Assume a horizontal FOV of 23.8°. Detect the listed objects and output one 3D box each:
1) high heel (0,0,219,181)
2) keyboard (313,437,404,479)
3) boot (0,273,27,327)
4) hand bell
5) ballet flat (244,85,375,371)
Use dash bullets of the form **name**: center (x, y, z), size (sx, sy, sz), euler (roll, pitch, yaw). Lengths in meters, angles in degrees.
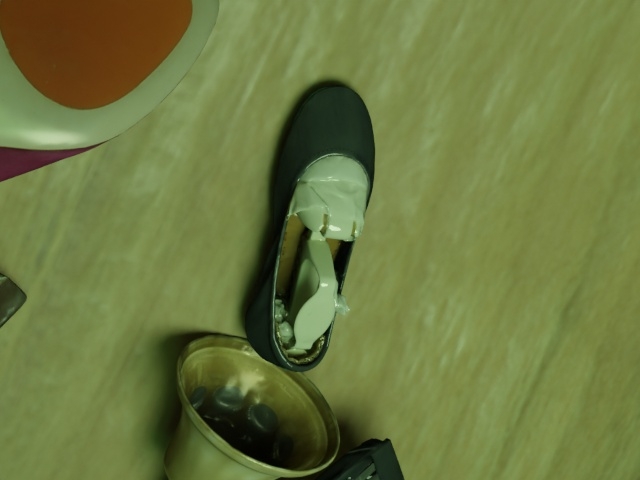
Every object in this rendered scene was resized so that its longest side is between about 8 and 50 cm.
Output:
- **high heel**: center (-0.241, -0.072, 0.898), size (0.377, 0.181, 0.127), euler (-26, 96, -26)
- **keyboard**: center (0.011, 0.298, 1.134), size (0.201, 0.033, 0.317), euler (-37, 136, -19)
- **boot**: center (-0.255, 0.049, 0.961), size (0.114, 0.037, 0.106), euler (-47, 135, 11)
- **hand bell**: center (-0.100, 0.196, 1.078), size (0.126, 0.126, 0.242), euler (18, 122, -28)
- **ballet flat**: center (0.000, 0.000, 1.013), size (0.074, 0.074, 0.203), euler (6, 114, -23)
